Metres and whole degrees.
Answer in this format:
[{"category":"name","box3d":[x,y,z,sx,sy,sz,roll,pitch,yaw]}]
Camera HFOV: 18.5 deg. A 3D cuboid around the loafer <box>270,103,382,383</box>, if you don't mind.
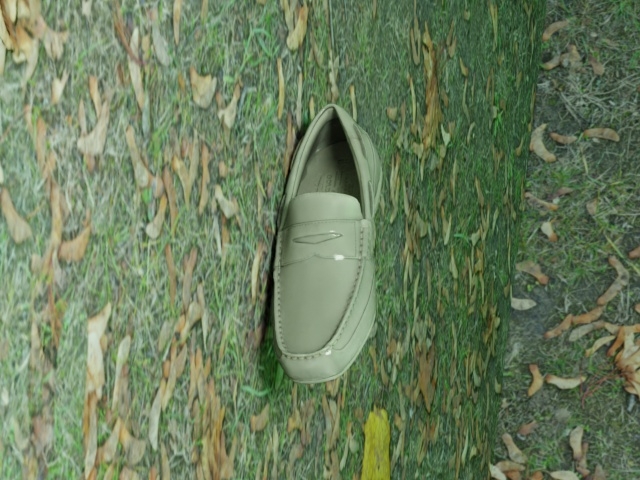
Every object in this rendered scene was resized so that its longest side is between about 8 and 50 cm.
[{"category":"loafer","box3d":[0.000,0.000,1.941,0.111,0.112,0.319,68,19,-44]}]
